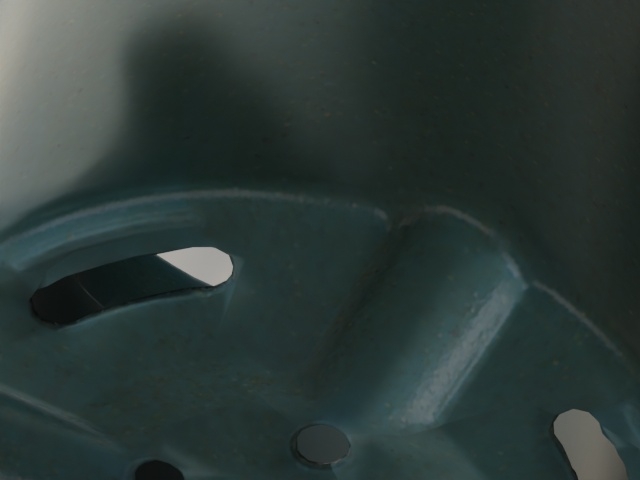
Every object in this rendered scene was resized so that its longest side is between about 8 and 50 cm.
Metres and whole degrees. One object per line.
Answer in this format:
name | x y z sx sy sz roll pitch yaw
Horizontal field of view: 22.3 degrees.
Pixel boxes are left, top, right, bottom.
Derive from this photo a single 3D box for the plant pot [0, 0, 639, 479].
plant pot | 0.000 0.000 0.606 0.334 0.341 0.341 -82 -2 -55
